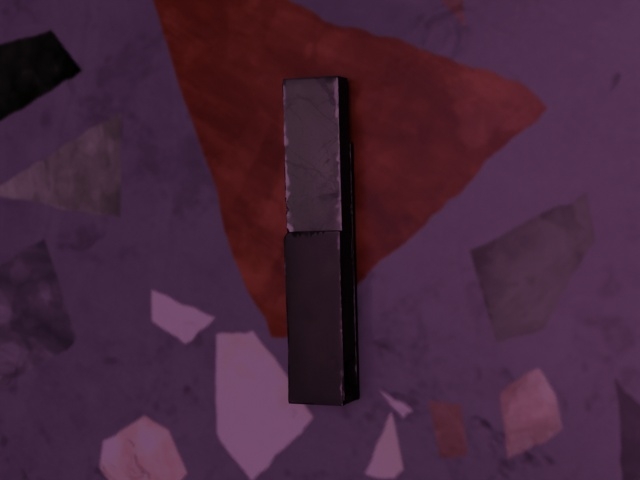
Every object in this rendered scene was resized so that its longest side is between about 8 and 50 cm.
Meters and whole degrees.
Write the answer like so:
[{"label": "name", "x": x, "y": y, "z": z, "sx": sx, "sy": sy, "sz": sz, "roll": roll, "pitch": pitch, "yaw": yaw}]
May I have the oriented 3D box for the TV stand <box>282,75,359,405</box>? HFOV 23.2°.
[{"label": "TV stand", "x": 0.000, "y": 0.000, "z": 1.229, "sx": 0.049, "sy": 0.040, "sz": 0.256, "roll": -1, "pitch": 91, "yaw": 21}]
